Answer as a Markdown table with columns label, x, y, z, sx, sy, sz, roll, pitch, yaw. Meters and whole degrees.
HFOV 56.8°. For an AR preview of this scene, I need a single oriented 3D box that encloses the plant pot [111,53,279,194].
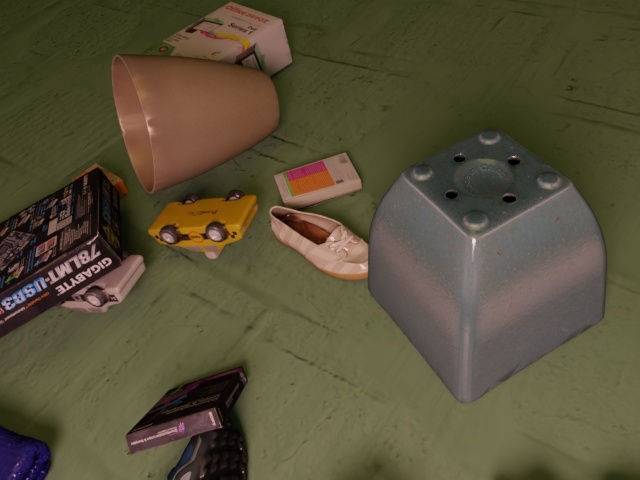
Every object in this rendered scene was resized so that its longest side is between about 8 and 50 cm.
| label | x | y | z | sx | sy | sz | roll | pitch | yaw |
| --- | --- | --- | --- | --- | --- | --- | --- | --- | --- |
| plant pot | -0.228 | -0.245 | 1.141 | 0.274 | 0.256 | 0.256 | -17 | 45 | -24 |

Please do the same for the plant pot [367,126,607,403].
| label | x | y | z | sx | sy | sz | roll | pitch | yaw |
| --- | --- | --- | --- | --- | --- | --- | --- | --- | --- |
| plant pot | 0.210 | 0.006 | 0.780 | 0.247 | 0.252 | 0.248 | -28 | 48 | -12 |

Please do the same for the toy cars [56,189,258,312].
| label | x | y | z | sx | sy | sz | roll | pitch | yaw |
| --- | --- | --- | --- | --- | --- | --- | --- | --- | --- |
| toy cars | -0.278 | 0.030 | 0.992 | 0.394 | 0.087 | 0.176 | -28 | 36 | -7 |

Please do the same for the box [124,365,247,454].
| label | x | y | z | sx | sy | sz | roll | pitch | yaw |
| --- | --- | --- | --- | --- | --- | --- | --- | --- | --- |
| box | -0.164 | 0.212 | 0.756 | 0.116 | 0.029 | 0.162 | -19 | 5 | 5 |

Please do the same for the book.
| label | x | y | z | sx | sy | sz | roll | pitch | yaw |
| --- | --- | --- | --- | --- | --- | --- | --- | --- | --- |
| book | -0.007 | -0.110 | 1.088 | 0.144 | 0.035 | 0.096 | -18 | 44 | -3 |

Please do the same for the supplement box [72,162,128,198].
| label | x | y | z | sx | sy | sz | roll | pitch | yaw |
| --- | --- | --- | --- | --- | --- | --- | --- | --- | --- |
| supplement box | -0.442 | -0.110 | 1.187 | 0.098 | 0.036 | 0.062 | 28 | 59 | 33 |

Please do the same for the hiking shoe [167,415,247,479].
| label | x | y | z | sx | sy | sz | roll | pitch | yaw |
| --- | --- | --- | --- | --- | --- | --- | --- | --- | --- |
| hiking shoe | -0.180 | 0.332 | 0.673 | 0.132 | 0.113 | 0.304 | -8 | 39 | 22 |

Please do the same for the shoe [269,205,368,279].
| label | x | y | z | sx | sy | sz | roll | pitch | yaw |
| --- | --- | --- | --- | --- | --- | --- | --- | --- | --- |
| shoe | 0.000 | 0.000 | 0.966 | 0.219 | 0.058 | 0.076 | 24 | 58 | 31 |

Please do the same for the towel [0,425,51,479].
| label | x | y | z | sx | sy | sz | roll | pitch | yaw |
| --- | --- | --- | --- | --- | --- | --- | --- | --- | --- |
| towel | -0.528 | 0.336 | 0.784 | 0.308 | 0.076 | 0.227 | 10 | 58 | 21 |

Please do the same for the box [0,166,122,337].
| label | x | y | z | sx | sy | sz | roll | pitch | yaw |
| --- | --- | --- | --- | --- | --- | --- | --- | --- | --- |
| box | -0.475 | 0.023 | 0.980 | 0.293 | 0.073 | 0.295 | -33 | 33 | -2 |

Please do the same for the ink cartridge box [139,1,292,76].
| label | x | y | z | sx | sy | sz | roll | pitch | yaw |
| --- | --- | --- | --- | --- | --- | --- | --- | --- | --- |
| ink cartridge box | -0.236 | -0.422 | 1.366 | 0.278 | 0.117 | 0.201 | -40 | 52 | -23 |
